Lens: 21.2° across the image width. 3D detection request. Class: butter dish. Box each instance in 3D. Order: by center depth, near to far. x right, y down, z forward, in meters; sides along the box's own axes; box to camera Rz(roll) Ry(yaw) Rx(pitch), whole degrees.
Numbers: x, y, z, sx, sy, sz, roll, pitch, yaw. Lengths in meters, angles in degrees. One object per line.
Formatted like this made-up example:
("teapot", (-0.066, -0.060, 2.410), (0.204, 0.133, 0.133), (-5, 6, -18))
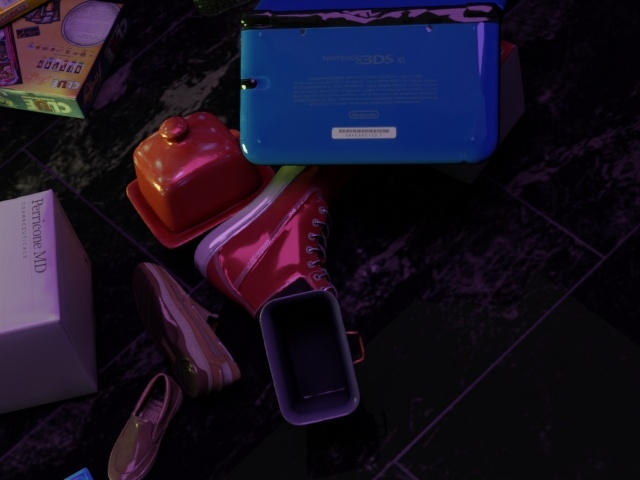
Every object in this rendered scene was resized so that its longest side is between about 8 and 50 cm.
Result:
("butter dish", (-0.153, -0.094, 1.999), (0.160, 0.118, 0.160), (-30, 40, -9))

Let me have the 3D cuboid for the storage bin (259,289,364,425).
("storage bin", (-0.003, 0.118, 1.819), (0.098, 0.091, 0.135), (-13, 93, 3))

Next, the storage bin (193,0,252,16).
("storage bin", (-0.099, -0.385, 2.226), (0.180, 0.084, 0.122), (-23, 53, -3))

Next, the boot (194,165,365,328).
("boot", (0.000, 0.000, 1.934), (0.244, 0.088, 0.176), (-44, 58, -8))

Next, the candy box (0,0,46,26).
("candy box", (-0.455, -0.306, 2.232), (0.206, 0.027, 0.105), (-31, 52, -10))

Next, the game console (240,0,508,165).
("game console", (0.071, -0.206, 1.938), (0.293, 0.173, 0.250), (0, 89, 16))

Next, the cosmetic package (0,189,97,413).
("cosmetic package", (-0.446, 0.096, 1.923), (0.366, 0.155, 0.197), (-15, 51, 4))

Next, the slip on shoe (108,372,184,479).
("slip on shoe", (-0.192, 0.206, 1.856), (0.051, 0.041, 0.135), (19, 62, 24))

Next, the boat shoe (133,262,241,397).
("boat shoe", (-0.148, 0.097, 1.919), (0.072, 0.068, 0.190), (-12, 54, -27))

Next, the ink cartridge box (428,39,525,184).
("ink cartridge box", (0.128, -0.176, 1.999), (0.176, 0.127, 0.128), (26, 66, 27))

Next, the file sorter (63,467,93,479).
("file sorter", (-0.242, 0.344, 1.731), (0.118, 0.104, 0.170), (-29, 55, -9))

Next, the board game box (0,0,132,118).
("board game box", (-0.388, -0.248, 2.221), (0.243, 0.042, 0.165), (10, 58, 19))
